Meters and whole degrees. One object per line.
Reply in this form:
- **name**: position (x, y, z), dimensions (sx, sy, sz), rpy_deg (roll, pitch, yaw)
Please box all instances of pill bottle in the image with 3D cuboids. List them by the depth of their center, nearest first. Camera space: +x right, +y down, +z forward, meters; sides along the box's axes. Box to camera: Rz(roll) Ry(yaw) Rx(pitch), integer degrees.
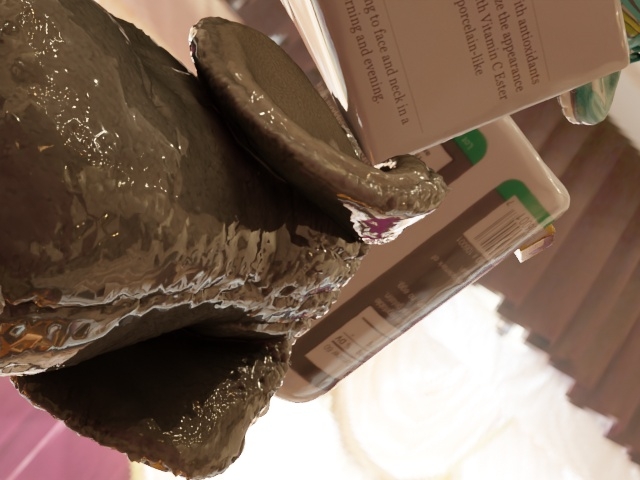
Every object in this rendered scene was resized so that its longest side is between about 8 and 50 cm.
- **pill bottle**: position (0.000, 0.000, 1.176), dimensions (0.361, 0.204, 0.204), rpy_deg (-37, -77, 9)

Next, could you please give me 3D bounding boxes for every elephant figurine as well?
- **elephant figurine**: position (-0.041, -0.012, 0.485), dimensions (0.239, 0.186, 0.169), rpy_deg (21, -27, -33)

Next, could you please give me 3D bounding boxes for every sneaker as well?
- **sneaker**: position (0.298, -0.213, 1.387), dimensions (0.110, 0.107, 0.275), rpy_deg (26, -45, 12)

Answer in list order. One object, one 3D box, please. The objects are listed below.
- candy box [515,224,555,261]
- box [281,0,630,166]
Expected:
- **candy box**: position (0.215, -0.071, 1.761), dimensions (0.186, 0.053, 0.109), rpy_deg (59, 3, 10)
- **box**: position (0.027, -0.163, 0.598), dimensions (0.119, 0.182, 0.181), rpy_deg (-22, -52, -1)
